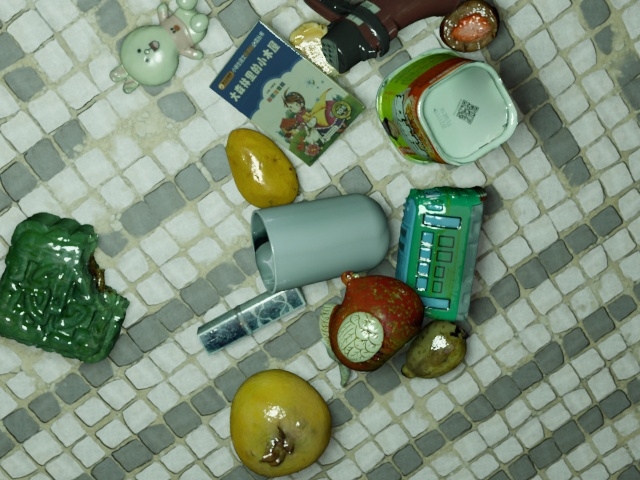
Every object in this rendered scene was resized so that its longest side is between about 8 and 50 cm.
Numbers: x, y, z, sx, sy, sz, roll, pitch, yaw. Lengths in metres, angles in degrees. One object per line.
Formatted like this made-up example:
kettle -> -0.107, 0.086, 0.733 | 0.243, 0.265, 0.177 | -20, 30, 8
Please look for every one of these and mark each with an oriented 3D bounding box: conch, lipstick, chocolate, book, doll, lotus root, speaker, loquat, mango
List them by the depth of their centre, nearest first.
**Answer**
speaker -> 0.113, -0.548, 1.636 | 0.330, 0.198, 0.259 | -35, 86, -17
doll -> -0.364, -0.449, 1.676 | 0.275, 0.113, 0.155 | -41, 96, 10
book -> -0.082, -0.343, 1.728 | 0.322, 0.018, 0.228 | 36, 125, -14
chocolate -> 0.351, -0.517, 1.739 | 0.133, 0.127, 0.124 | -1, 89, -11
mango -> -0.150, -0.173, 1.766 | 0.147, 0.109, 0.227 | -38, 104, 5
loquat -> -0.108, 0.476, 1.852 | 0.275, 0.275, 0.274 | -2, 104, -7
lipstick -> -0.177, 0.194, 1.868 | 0.290, 0.076, 0.077 | -28, 104, -3
conch -> 0.064, 0.268, 1.905 | 0.114, 0.234, 0.137 | 27, 57, 7
lotus root -> 0.305, 0.302, 1.940 | 0.138, 0.138, 0.214 | 37, 107, -14

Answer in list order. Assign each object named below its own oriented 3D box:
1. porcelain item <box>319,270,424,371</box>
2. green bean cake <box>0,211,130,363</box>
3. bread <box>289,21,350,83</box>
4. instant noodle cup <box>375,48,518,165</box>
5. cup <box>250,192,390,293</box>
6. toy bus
porcelain item -> 0.114, 0.176, 1.715 | 0.253, 0.253, 0.252 | -2, 104, -7
green bean cake -> -0.611, 0.115, 1.744 | 0.300, 0.169, 0.307 | 18, 99, -11
bread -> -0.006, -0.437, 1.733 | 0.119, 0.084, 0.177 | -25, 106, 5
instant noodle cup -> 0.300, -0.304, 1.693 | 0.294, 0.308, 0.293 | -2, 103, -8
cup -> 0.000, 0.000, 1.764 | 0.312, 0.205, 0.205 | -11, 105, -18
toy bus -> 0.297, 0.024, 1.840 | 0.200, 0.183, 0.343 | 6, 102, -1
